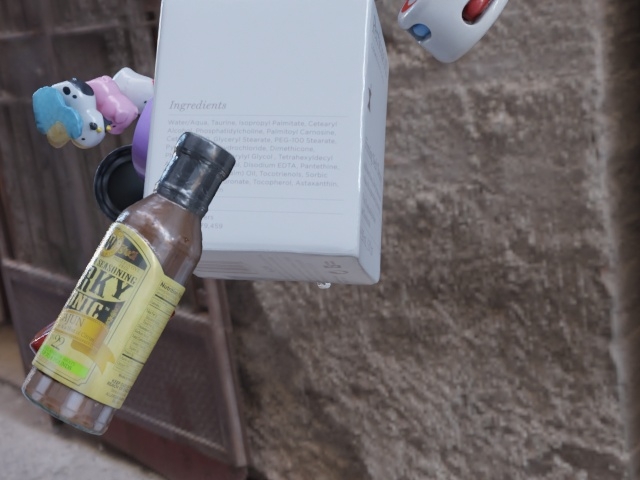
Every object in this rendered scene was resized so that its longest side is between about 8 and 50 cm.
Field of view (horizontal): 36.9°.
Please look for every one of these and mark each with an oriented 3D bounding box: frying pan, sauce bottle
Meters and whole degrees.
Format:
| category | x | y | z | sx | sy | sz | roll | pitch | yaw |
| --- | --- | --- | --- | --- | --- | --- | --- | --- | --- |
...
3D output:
| category | x | y | z | sx | sy | sz | roll | pitch | yaw |
| --- | --- | --- | --- | --- | --- | --- | --- | --- | --- |
| frying pan | -0.408 | -0.185 | 2.235 | 0.197 | 0.326 | 0.053 | 18 | -6 | -14 |
| sauce bottle | -0.206 | 0.041 | 1.074 | 0.111 | 0.345 | 0.111 | 26 | -11 | 5 |

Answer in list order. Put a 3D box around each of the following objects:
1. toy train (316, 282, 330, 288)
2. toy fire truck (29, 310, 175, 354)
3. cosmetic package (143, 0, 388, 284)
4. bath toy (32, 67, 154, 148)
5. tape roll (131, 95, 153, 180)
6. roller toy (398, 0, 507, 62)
| category | x | y | z | sx | sy | sz | roll | pitch | yaw |
| --- | --- | --- | --- | --- | --- | --- | --- | --- | --- |
| toy train | 0.000 | 0.000 | 1.784 | 0.125 | 0.166 | 0.046 | 28 | -40 | -25 |
| toy fire truck | -0.394 | 0.183 | 1.823 | 0.253 | 0.169 | 0.302 | -34 | 8 | -10 |
| cosmetic package | -0.071 | -0.148 | 1.528 | 0.327 | 0.394 | 0.329 | 2 | -9 | 9 |
| bath toy | -0.471 | -0.297 | 2.121 | 0.128 | 0.152 | 0.348 | 1 | 19 | 26 |
| tape roll | -0.282 | -0.228 | 2.091 | 0.090 | 0.275 | 0.274 | 31 | 31 | 23 |
| roller toy | 0.244 | -0.444 | 1.778 | 0.209 | 0.146 | 0.191 | -43 | 16 | 37 |
